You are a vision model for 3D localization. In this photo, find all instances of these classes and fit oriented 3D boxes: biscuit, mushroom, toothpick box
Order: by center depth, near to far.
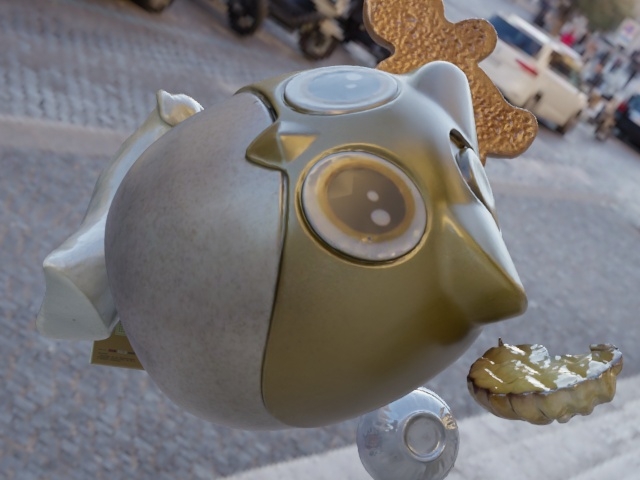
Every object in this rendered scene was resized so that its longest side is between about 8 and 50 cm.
[{"bbox_3d":[0.226,0.156,1.368,0.118,0.061,0.183,-32,22,-34],"label":"biscuit"},{"bbox_3d":[0.000,0.000,1.503,0.409,0.425,0.409,-21,90,-75],"label":"toothpick box"},{"bbox_3d":[-0.264,-0.042,1.784,0.126,0.177,0.397,19,49,5],"label":"mushroom"},{"bbox_3d":[0.167,-0.233,1.828,0.324,0.205,0.049,57,-12,2],"label":"biscuit"}]

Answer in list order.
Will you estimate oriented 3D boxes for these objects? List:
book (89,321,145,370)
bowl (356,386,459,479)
[{"bbox_3d":[-0.273,0.106,1.930,0.118,0.172,0.012,10,-4,-18],"label":"book"},{"bbox_3d":[0.163,0.333,2.191,0.189,0.189,0.086,33,-18,-9],"label":"bowl"}]
